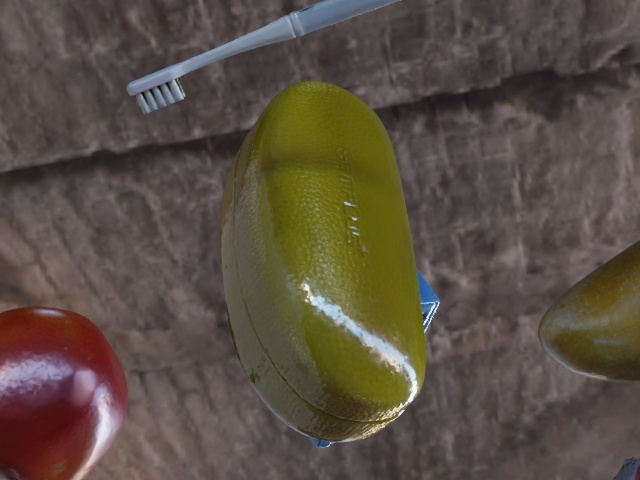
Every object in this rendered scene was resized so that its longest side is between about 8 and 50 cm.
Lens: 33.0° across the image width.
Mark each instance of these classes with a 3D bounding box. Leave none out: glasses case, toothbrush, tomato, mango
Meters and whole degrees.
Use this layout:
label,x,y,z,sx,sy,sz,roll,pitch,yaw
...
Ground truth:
label,x,y,z,sx,sy,sz,roll,pitch,yaw
glasses case,0.000,0.000,1.042,0.141,0.173,0.371,126,-34,-46
toothbrush,0.003,-0.179,0.874,0.025,0.342,0.030,-102,169,-69
tomato,-0.405,0.233,1.506,0.226,0.299,0.298,53,-14,39
mango,0.464,0.077,1.400,0.221,0.384,0.199,168,-99,-82

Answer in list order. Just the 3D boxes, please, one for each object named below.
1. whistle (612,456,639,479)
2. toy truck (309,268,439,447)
label,x,y,z,sx,sy,sz,roll,pitch,yaw
whistle,0.554,0.381,1.584,0.189,0.348,0.189,27,48,-35
toy truck,0.066,0.204,1.934,0.161,0.162,0.385,56,-42,37
